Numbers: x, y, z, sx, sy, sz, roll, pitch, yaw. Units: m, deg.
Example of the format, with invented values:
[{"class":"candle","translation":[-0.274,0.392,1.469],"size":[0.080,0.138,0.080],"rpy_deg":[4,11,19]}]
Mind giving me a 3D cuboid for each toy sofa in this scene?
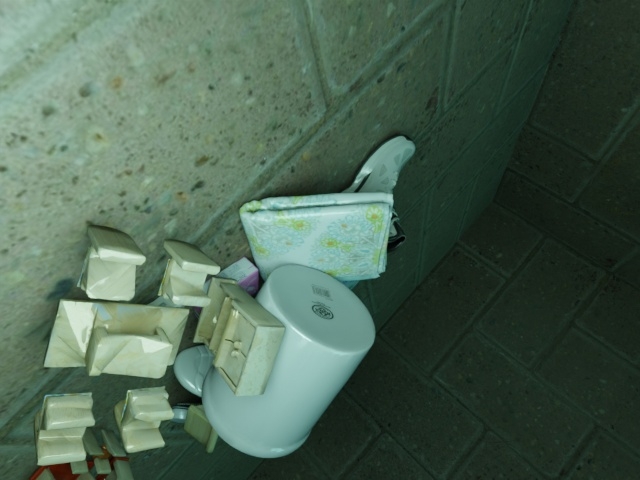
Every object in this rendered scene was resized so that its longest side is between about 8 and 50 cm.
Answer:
[{"class":"toy sofa","translation":[-0.262,0.503,1.377],"size":[0.362,0.177,0.150],"rpy_deg":[-49,167,-51]}]

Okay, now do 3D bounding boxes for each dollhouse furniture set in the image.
[{"class":"dollhouse furniture set","translation":[-0.312,0.176,0.836],"size":[0.394,0.256,0.362],"rpy_deg":[13,99,-39]},{"class":"dollhouse furniture set","translation":[-0.636,0.617,1.105],"size":[0.262,0.135,0.259],"rpy_deg":[-48,145,-7]}]

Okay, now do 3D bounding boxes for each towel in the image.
[{"class":"towel","translation":[0.000,0.000,1.108],"size":[0.374,0.090,0.321],"rpy_deg":[-4,143,0]}]

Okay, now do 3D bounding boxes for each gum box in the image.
[{"class":"gum box","translation":[-0.248,0.135,1.120],"size":[0.188,0.062,0.107],"rpy_deg":[-35,152,-31]}]

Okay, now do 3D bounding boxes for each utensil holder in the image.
[{"class":"utensil holder","translation":[-0.083,0.304,1.085],"size":[0.327,0.327,0.386],"rpy_deg":[-11,138,-56]}]

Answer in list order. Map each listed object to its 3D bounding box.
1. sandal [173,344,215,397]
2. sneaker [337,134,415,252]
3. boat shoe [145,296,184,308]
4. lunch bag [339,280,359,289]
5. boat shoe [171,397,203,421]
[{"class":"sandal","translation":[-0.249,0.427,1.273],"size":[0.416,0.169,0.102],"rpy_deg":[18,127,-32]},{"class":"sneaker","translation":[0.207,-0.114,1.322],"size":[0.447,0.257,0.169],"rpy_deg":[-48,156,-7]},{"class":"boat shoe","translation":[-0.386,0.177,0.948],"size":[0.184,0.066,0.063],"rpy_deg":[-41,156,-44]},{"class":"lunch bag","translation":[0.131,0.106,1.719],"size":[0.219,0.090,0.176],"rpy_deg":[-49,157,-1]},{"class":"boat shoe","translation":[-0.383,0.581,1.474],"size":[0.121,0.119,0.335],"rpy_deg":[-16,153,33]}]
